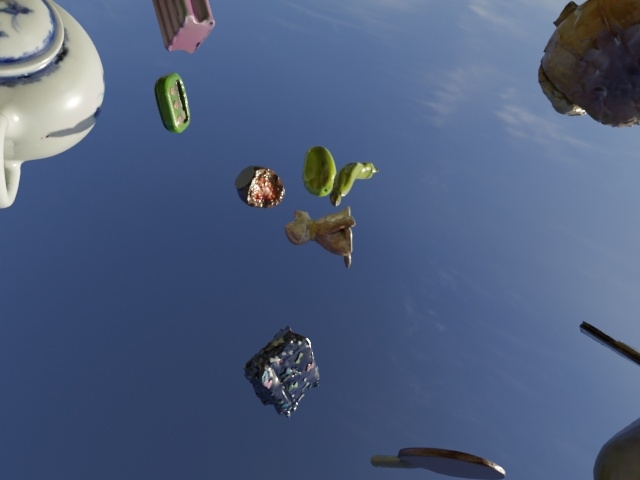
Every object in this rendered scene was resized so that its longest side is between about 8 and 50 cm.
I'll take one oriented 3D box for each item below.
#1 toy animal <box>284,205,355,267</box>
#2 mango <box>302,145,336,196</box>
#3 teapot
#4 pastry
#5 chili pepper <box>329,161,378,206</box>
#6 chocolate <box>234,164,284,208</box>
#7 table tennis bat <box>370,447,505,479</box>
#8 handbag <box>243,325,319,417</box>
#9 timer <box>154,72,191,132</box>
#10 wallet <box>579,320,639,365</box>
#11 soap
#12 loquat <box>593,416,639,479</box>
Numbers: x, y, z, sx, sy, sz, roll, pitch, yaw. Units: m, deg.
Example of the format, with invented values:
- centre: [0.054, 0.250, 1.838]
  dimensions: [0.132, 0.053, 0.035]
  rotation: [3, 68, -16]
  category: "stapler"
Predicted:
- centre: [-0.004, 0.005, 1.109]
  dimensions: [0.185, 0.183, 0.104]
  rotation: [-6, -153, -8]
  category: "toy animal"
- centre: [-0.005, -0.221, 1.272]
  dimensions: [0.089, 0.163, 0.117]
  rotation: [-3, -177, -41]
  category: "mango"
- centre: [-0.429, -0.245, 0.533]
  dimensions: [0.252, 0.280, 0.424]
  rotation: [-1, -108, -29]
  category: "teapot"
- centre: [0.444, -0.262, 0.576]
  dimensions: [0.229, 0.218, 0.100]
  rotation: [-20, -135, 36]
  category: "pastry"
- centre: [0.053, -0.118, 0.764]
  dimensions: [0.043, 0.049, 0.208]
  rotation: [-9, -160, 34]
  category: "chili pepper"
- centre: [-0.174, -0.151, 1.178]
  dimensions: [0.124, 0.133, 0.127]
  rotation: [-28, -141, 20]
  category: "chocolate"
- centre: [0.111, 0.231, 0.416]
  dimensions: [0.087, 0.156, 0.013]
  rotation: [31, -129, -23]
  category: "table tennis bat"
- centre: [-0.094, 0.332, 1.003]
  dimensions: [0.113, 0.260, 0.162]
  rotation: [28, -122, 33]
  category: "handbag"
- centre: [-0.381, -0.354, 1.035]
  dimensions: [0.047, 0.140, 0.128]
  rotation: [-3, -148, 2]
  category: "timer"
- centre: [0.740, 0.272, 0.956]
  dimensions: [0.232, 0.122, 0.031]
  rotation: [39, -84, 38]
  category: "wallet"
- centre: [-0.279, -0.488, 0.776]
  dimensions: [0.065, 0.122, 0.203]
  rotation: [-18, -86, -39]
  category: "soap"
- centre: [0.273, 0.163, 0.235]
  dimensions: [0.195, 0.152, 0.152]
  rotation: [-32, -132, 23]
  category: "loquat"
